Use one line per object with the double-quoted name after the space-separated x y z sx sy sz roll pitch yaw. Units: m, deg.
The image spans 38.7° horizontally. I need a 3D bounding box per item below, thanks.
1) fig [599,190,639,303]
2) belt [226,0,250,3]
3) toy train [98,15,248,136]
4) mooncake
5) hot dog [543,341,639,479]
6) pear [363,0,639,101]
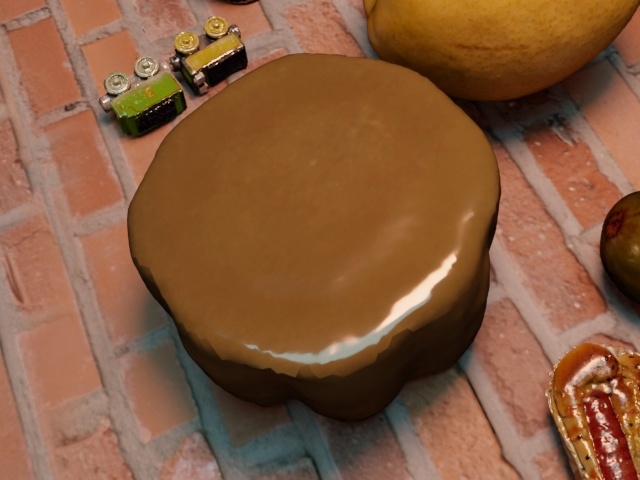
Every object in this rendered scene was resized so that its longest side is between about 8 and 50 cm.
0.405 0.022 0.953 0.236 0.124 0.124 14 62 -14 "fig"
-0.195 -0.464 1.264 0.126 0.094 0.359 -36 65 -14 "belt"
-0.180 -0.207 1.147 0.202 0.060 0.081 -32 71 -11 "toy train"
0.000 0.000 0.947 0.378 0.201 0.378 -4 58 7 "mooncake"
0.295 0.216 0.864 0.131 0.069 0.252 -8 63 1 "hot dog"
0.195 -0.306 1.027 0.314 0.314 0.314 -3 62 5 "pear"
